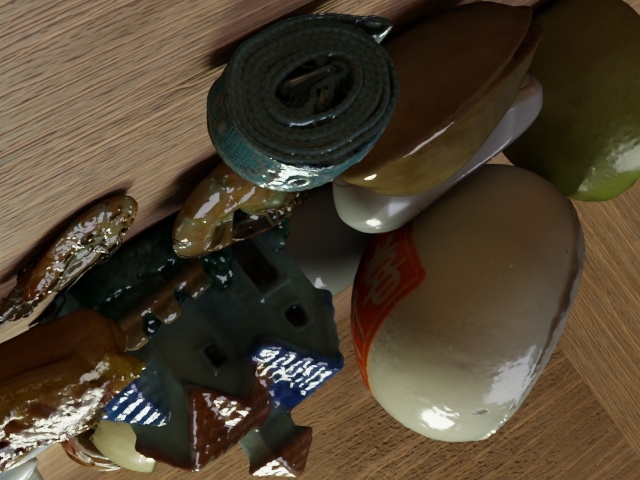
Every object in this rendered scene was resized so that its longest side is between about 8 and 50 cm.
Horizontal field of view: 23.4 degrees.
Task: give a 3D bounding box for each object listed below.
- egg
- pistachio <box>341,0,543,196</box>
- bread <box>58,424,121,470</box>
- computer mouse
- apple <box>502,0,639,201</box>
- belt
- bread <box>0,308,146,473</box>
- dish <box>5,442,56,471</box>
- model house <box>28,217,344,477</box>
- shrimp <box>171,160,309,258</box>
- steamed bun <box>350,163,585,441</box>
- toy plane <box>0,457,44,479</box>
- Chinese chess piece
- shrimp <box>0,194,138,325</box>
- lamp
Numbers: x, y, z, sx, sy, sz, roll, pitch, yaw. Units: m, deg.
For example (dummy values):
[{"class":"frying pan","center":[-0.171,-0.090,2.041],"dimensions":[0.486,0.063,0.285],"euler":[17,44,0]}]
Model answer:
[{"class":"egg","center":[0.000,0.000,2.092],"dimensions":[0.198,0.146,0.146],"euler":[-43,177,-27]},{"class":"pistachio","center":[0.124,-0.155,1.621],"dimensions":[0.260,0.163,0.213],"euler":[-39,-155,11]},{"class":"bread","center":[-0.321,0.267,2.320],"dimensions":[0.160,0.160,0.073],"euler":[-31,171,-27]},{"class":"computer mouse","center":[0.130,-0.133,1.909],"dimensions":[0.297,0.121,0.184],"euler":[-39,-164,0]},{"class":"apple","center":[0.346,-0.177,2.070],"dimensions":[0.233,0.258,0.295],"euler":[-35,172,2]},{"class":"belt","center":[-0.015,-0.117,1.326],"dimensions":[0.163,0.147,0.082],"euler":[-1,163,-20]},{"class":"bread","center":[-0.358,0.204,1.674],"dimensions":[0.380,0.109,0.185],"euler":[-28,153,9]},{"class":"dish","center":[-0.411,0.246,2.110],"dimensions":[0.229,0.081,0.229],"euler":[-31,171,-6]},{"class":"model house","center":[-0.117,0.148,1.827],"dimensions":[0.295,0.329,0.252],"euler":[-30,174,-47]},{"class":"shrimp","center":[-0.083,-0.038,1.715],"dimensions":[0.145,0.061,0.267],"euler":[-56,167,18]},{"class":"steamed bun","center":[0.167,0.066,1.977],"dimensions":[0.374,0.241,0.374],"euler":[-157,-90,-80]},{"class":"toy plane","center":[-0.539,0.405,2.383],"dimensions":[0.267,0.122,0.267],"euler":[-32,173,-4]},{"class":"Chinese chess piece","center":[-0.227,0.203,2.190],"dimensions":[0.257,0.104,0.257],"euler":[-62,178,-3]},{"class":"shrimp","center":[-0.253,0.016,1.510],"dimensions":[0.184,0.043,0.091],"euler":[-43,164,10]},{"class":"lamp","center":[-0.249,0.029,1.620],"dimensions":[0.121,0.041,0.054],"euler":[-43,179,26]}]
